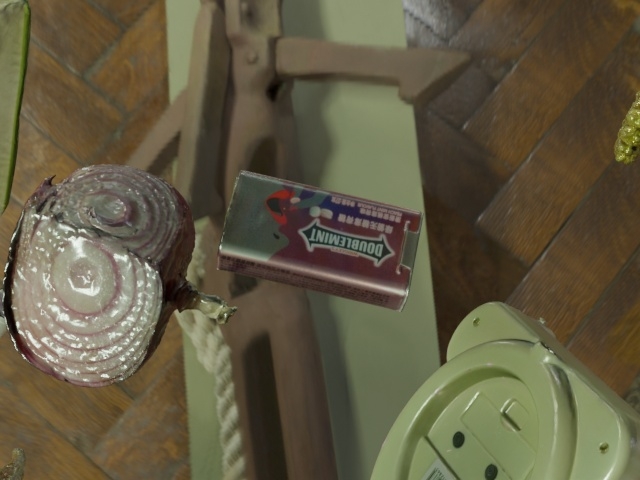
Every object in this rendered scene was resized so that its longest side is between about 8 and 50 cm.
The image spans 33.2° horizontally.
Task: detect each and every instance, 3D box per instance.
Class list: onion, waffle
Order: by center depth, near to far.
[{"bbox_3d":[-0.267,0.042,1.362,0.272,0.230,0.256,44,107,-8],"label":"onion"},{"bbox_3d":[0.502,-0.203,1.653,0.051,0.149,0.194,26,68,10],"label":"waffle"}]

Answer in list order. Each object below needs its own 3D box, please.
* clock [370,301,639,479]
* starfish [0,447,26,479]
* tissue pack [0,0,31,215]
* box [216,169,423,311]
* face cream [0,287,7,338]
[{"bbox_3d":[0.168,0.241,1.065,0.309,0.114,0.284,-56,35,10],"label":"clock"},{"bbox_3d":[-0.296,0.156,0.653,0.235,0.277,0.062,5,94,-23],"label":"starfish"},{"bbox_3d":[-0.342,-0.173,0.875,0.167,0.200,0.275,-2,38,-27],"label":"tissue pack"},{"bbox_3d":[0.000,0.000,1.246,0.224,0.069,0.120,12,64,-1],"label":"box"},{"bbox_3d":[-0.524,0.115,1.766,0.058,0.243,0.092,-8,83,-26],"label":"face cream"}]
